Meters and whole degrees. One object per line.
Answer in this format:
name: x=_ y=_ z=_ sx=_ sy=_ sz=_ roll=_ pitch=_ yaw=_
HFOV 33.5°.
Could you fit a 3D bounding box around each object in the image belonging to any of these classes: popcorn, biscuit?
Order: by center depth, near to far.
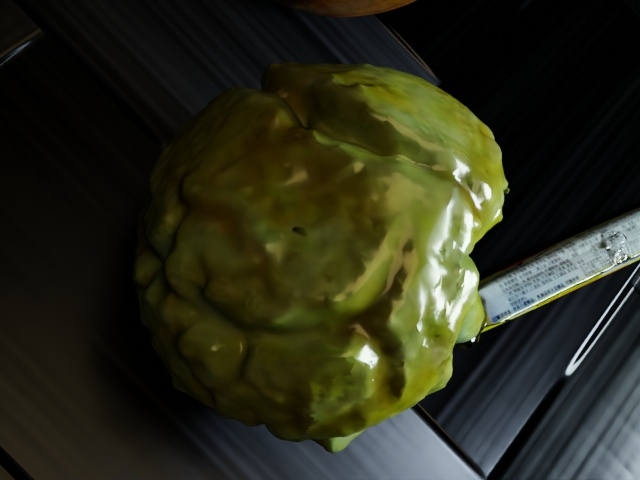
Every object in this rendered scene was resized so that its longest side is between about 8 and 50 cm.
popcorn: x=0.000 y=0.000 z=0.587 sx=0.204 sy=0.183 sz=0.221 roll=26 pitch=61 yaw=21
biscuit: x=0.201 y=0.006 z=0.762 sx=0.292 sy=0.026 sz=0.048 roll=-20 pitch=77 yaw=-30

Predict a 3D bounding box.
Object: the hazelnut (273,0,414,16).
hazelnut: x=0.030 y=-0.242 z=0.699 sx=0.208 sy=0.208 sz=0.208 roll=8 pitch=68 yaw=-22
